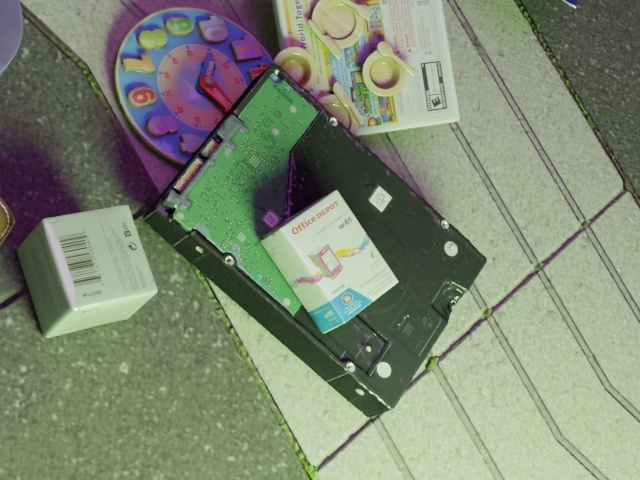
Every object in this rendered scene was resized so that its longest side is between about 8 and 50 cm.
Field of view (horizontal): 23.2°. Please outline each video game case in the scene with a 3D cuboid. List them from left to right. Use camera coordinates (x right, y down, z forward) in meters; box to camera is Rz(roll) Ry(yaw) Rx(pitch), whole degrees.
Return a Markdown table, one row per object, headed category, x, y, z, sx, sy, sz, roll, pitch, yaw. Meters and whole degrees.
| category | x | y | z | sx | sy | sz | roll | pitch | yaw |
| --- | --- | --- | --- | --- | --- | --- | --- | --- | --- |
| video game case | 0.051 | -0.238 | 1.838 | 0.206 | 0.026 | 0.227 | -10 | 92 | -18 |

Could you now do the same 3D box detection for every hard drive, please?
| category | x | y | z | sx | sy | sz | roll | pitch | yaw |
| --- | --- | --- | --- | --- | --- | --- | --- | --- | --- |
| hard drive | 0.000 | 0.000 | 1.720 | 0.339 | 0.064 | 0.237 | 42 | 59 | -12 |

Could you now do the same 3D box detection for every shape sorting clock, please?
| category | x | y | z | sx | sy | sz | roll | pitch | yaw |
| --- | --- | --- | --- | --- | --- | --- | --- | --- | --- |
| shape sorting clock | -0.133 | -0.173 | 1.762 | 0.206 | 0.040 | 0.206 | 13 | 61 | -25 |

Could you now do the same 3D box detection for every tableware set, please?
| category | x | y | z | sx | sy | sz | roll | pitch | yaw |
| --- | --- | --- | --- | --- | --- | --- | --- | --- | --- |
| tableware set | 0.020 | -0.196 | 1.802 | 0.141 | 0.020 | 0.169 | 44 | 77 | -13 |

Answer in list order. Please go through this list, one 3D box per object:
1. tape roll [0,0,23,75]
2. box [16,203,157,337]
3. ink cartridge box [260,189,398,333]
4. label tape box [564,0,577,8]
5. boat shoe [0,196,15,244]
| category | x | y | z | sx | sy | sz | roll | pitch | yaw |
| --- | --- | --- | --- | --- | --- | --- | --- | --- | --- |
| tape roll | -0.407 | -0.222 | 1.598 | 0.189 | 0.080 | 0.189 | 13 | 62 | -26 |
| box | -0.236 | 0.031 | 1.571 | 0.102 | 0.087 | 0.101 | -11 | 73 | -35 |
| ink cartridge box | 0.009 | 0.021 | 1.651 | 0.088 | 0.052 | 0.122 | -36 | 92 | -32 |
| label tape box | 0.252 | -0.483 | 2.042 | 0.347 | 0.115 | 0.249 | 42 | 27 | -5 |
| boat shoe | -0.439 | -0.089 | 1.488 | 0.324 | 0.120 | 0.122 | 33 | 54 | -13 |
